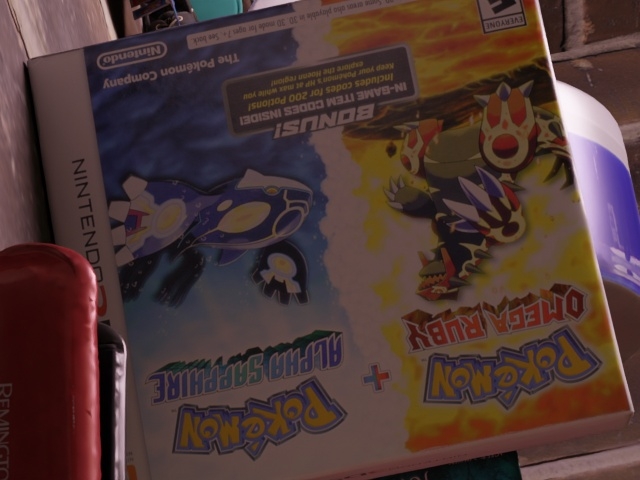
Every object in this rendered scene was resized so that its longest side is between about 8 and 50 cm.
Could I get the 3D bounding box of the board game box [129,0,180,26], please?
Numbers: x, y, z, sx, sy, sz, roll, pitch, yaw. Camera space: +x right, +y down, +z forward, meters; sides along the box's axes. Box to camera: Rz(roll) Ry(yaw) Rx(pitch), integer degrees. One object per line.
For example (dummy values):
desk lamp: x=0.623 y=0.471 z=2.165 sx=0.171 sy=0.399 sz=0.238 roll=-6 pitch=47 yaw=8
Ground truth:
board game box: x=-0.129 y=-0.209 z=1.150 sx=0.169 sy=0.033 sz=0.133 roll=-111 pitch=-176 yaw=-60

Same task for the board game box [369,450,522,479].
board game box: x=0.026 y=0.184 z=0.961 sx=0.026 sy=0.186 sz=0.126 roll=-76 pitch=155 yaw=-86

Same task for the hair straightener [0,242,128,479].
hair straightener: x=-0.054 y=0.120 z=0.391 sx=0.089 sy=0.047 sz=0.230 roll=79 pitch=0 yaw=-64

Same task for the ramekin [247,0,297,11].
ramekin: x=0.009 y=-0.029 z=1.180 sx=0.277 sy=0.135 sz=0.277 roll=14 pitch=90 yaw=-81

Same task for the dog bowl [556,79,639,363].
dog bowl: x=0.034 y=0.018 z=0.901 sx=0.265 sy=0.264 sz=0.104 roll=80 pitch=2 yaw=-67

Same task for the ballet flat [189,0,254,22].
ballet flat: x=-0.092 y=-0.183 z=1.493 sx=0.106 sy=0.107 sz=0.316 roll=-117 pitch=-165 yaw=-54

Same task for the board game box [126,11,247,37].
board game box: x=-0.081 y=-0.121 z=1.204 sx=0.090 sy=0.090 sz=0.020 roll=78 pitch=1 yaw=-70

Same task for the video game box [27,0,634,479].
video game box: x=0.000 y=0.000 z=0.676 sx=0.048 sy=0.205 sz=0.187 roll=62 pitch=16 yaw=-77

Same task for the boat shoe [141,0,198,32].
boat shoe: x=-0.114 y=-0.159 z=1.346 sx=0.142 sy=0.049 sz=0.040 roll=-111 pitch=-178 yaw=-48
